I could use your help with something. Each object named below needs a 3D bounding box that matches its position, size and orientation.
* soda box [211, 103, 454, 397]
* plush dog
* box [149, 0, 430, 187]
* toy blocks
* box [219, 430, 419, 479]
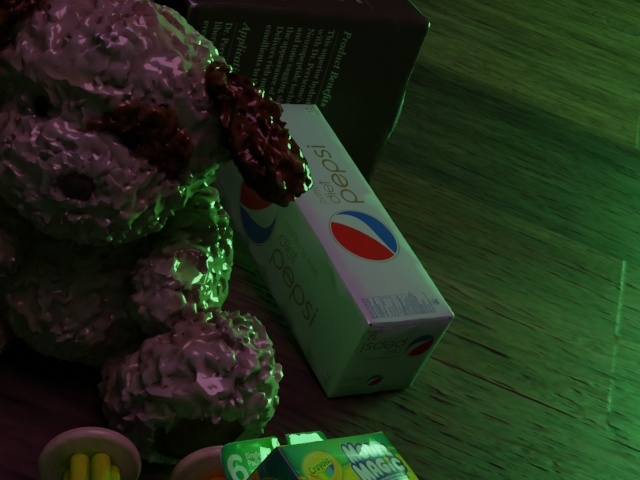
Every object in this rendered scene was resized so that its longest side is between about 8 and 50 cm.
[{"bbox_3d":[0.000,0.000,0.839,0.069,0.074,0.216,-2,45,-33],"label":"soda box"},{"bbox_3d":[-0.122,-0.031,0.697,0.263,0.225,0.210,18,31,-2],"label":"plush dog"},{"bbox_3d":[-0.060,-0.143,0.963,0.203,0.168,0.167,-1,37,-32],"label":"box"},{"bbox_3d":[-0.077,0.162,0.585,0.123,0.054,0.148,11,32,-16],"label":"toy blocks"},{"bbox_3d":[0.032,0.159,0.609,0.179,0.043,0.105,49,22,25],"label":"box"}]
